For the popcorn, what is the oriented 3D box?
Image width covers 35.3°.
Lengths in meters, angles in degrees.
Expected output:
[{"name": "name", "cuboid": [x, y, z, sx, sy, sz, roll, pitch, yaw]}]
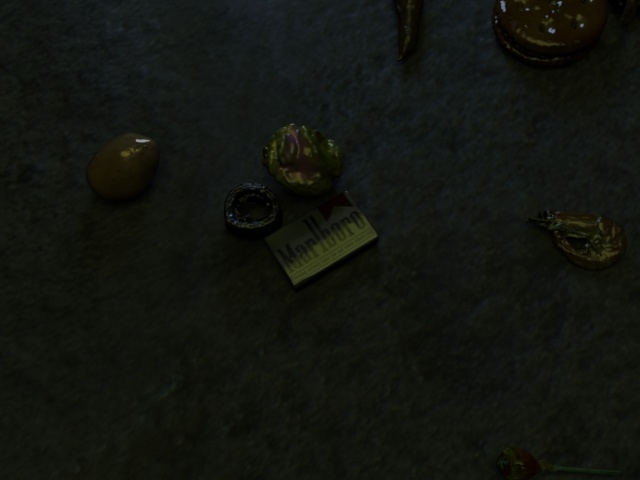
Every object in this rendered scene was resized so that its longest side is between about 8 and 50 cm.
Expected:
[{"name": "popcorn", "cuboid": [-0.031, -0.142, 1.808, 0.145, 0.126, 0.125, 7, 82, -23]}]

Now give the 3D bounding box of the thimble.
[{"name": "thimble", "cuboid": [-0.122, -0.052, 1.808, 0.105, 0.066, 0.095, -8, 70, -2]}]

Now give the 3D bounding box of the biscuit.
[{"name": "biscuit", "cuboid": [0.438, -0.435, 1.921, 0.221, 0.066, 0.220, 0, 66, 1]}]

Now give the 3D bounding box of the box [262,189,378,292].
[{"name": "box", "cuboid": [0.000, 0.000, 1.795, 0.178, 0.036, 0.115, -31, 69, -8]}]

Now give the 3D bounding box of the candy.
[{"name": "candy", "cuboid": [0.386, 0.368, 1.622, 0.201, 0.060, 0.060, 5, 69, -1]}]

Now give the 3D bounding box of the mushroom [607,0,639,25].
[{"name": "mushroom", "cuboid": [0.601, -0.488, 1.923, 0.135, 0.080, 0.170, 12, 70, 21]}]

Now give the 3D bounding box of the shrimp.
[{"name": "shrimp", "cuboid": [0.448, -0.007, 1.772, 0.180, 0.041, 0.099, 17, 85, 9]}]

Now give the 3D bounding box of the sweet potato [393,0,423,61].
[{"name": "sweet potato", "cuboid": [0.169, -0.468, 1.954, 0.067, 0.067, 0.273, 1, 71, 4]}]

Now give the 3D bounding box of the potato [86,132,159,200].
[{"name": "potato", "cuboid": [-0.361, -0.139, 1.840, 0.147, 0.112, 0.112, -37, 71, -3]}]
